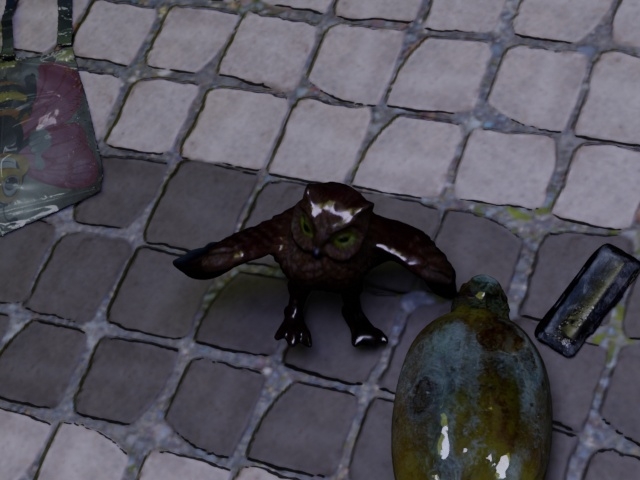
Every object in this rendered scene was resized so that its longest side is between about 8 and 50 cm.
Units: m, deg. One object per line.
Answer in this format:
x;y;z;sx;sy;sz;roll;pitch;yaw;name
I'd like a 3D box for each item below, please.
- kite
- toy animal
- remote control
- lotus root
-0.291;-0.160;1.454;0.204;0.022;0.360;-10;61;14;kite
0.001;-0.003;1.151;0.218;0.179;0.116;5;54;-3;toy animal
0.200;0.043;1.160;0.039;0.014;0.096;32;75;32;remote control
0.109;0.114;1.105;0.113;0.088;0.192;5;60;3;lotus root
